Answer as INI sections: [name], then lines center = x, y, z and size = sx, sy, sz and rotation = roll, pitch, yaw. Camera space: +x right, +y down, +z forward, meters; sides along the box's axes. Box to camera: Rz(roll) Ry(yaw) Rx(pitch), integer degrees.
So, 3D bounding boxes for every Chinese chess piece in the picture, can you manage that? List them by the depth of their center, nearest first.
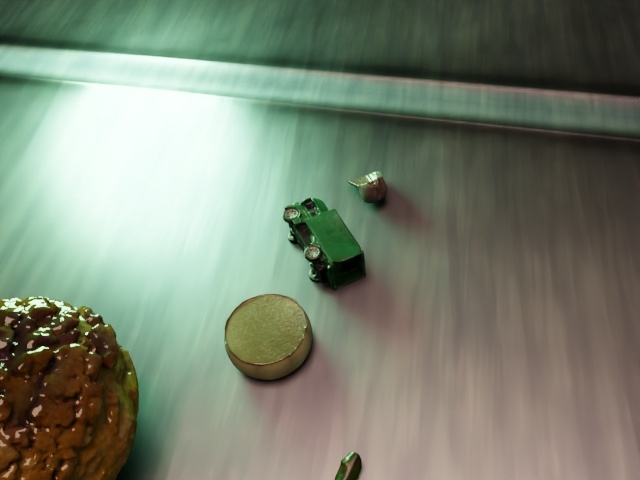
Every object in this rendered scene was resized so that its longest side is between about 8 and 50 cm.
[Chinese chess piece]
center = -0.072, 0.132, 0.863
size = 0.122, 0.051, 0.122
rotation = -4, 51, 5

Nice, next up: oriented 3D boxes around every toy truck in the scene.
[toy truck]
center = 0.000, 0.000, 0.945
size = 0.079, 0.065, 0.147
rotation = -24, 51, -12

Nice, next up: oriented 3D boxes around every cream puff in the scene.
[cream puff]
center = -0.395, 0.199, 0.756
size = 0.327, 0.231, 0.343
rotation = -41, 55, -17

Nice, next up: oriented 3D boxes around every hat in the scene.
[hat]
center = 0.080, -0.084, 1.020
size = 0.058, 0.042, 0.087
rotation = -19, 16, -14

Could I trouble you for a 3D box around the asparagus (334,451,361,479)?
[asparagus]
center = 0.017, 0.298, 0.729
size = 0.025, 0.021, 0.108
rotation = 17, 57, 28
